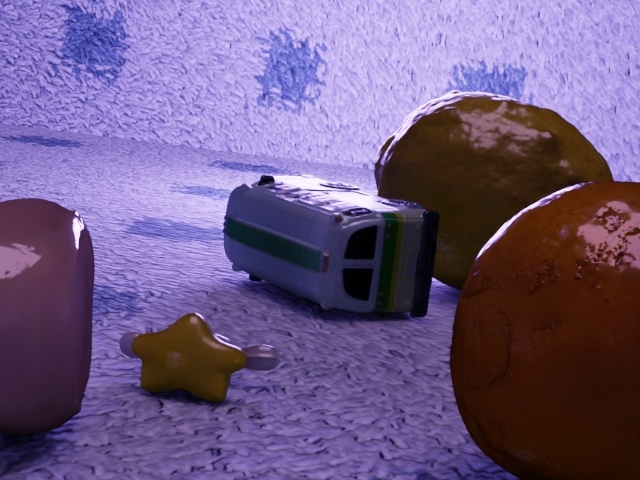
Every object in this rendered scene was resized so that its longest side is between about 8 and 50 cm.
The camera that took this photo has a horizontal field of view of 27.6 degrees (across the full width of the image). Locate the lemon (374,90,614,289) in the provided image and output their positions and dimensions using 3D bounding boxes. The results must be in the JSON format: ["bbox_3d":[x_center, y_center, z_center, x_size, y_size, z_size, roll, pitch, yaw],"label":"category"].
[{"bbox_3d":[0.228,-0.054,1.697,0.285,0.285,0.316,-2,39,-43],"label":"lemon"}]

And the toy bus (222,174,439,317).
[{"bbox_3d":[0.000,0.000,1.562,0.165,0.133,0.276,0,11,-36],"label":"toy bus"}]

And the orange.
[{"bbox_3d":[0.213,0.075,0.947,0.240,0.240,0.240,6,9,-1],"label":"orange"}]

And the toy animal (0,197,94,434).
[{"bbox_3d":[-0.282,0.044,0.924,0.256,0.195,0.213,1,2,-16],"label":"toy animal"}]

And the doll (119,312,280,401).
[{"bbox_3d":[-0.116,0.095,1.128,0.135,0.071,0.113,6,0,28],"label":"doll"}]
